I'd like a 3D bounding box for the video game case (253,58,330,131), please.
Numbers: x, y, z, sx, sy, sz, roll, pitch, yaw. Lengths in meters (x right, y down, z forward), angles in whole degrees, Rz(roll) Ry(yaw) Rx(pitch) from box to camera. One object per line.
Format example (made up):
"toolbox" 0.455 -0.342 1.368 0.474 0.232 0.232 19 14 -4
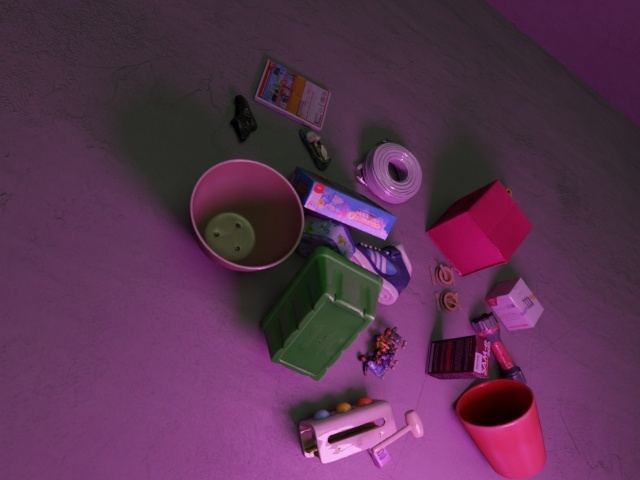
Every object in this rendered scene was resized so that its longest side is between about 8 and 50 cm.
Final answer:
"video game case" -0.105 -0.573 1.652 0.285 0.025 0.204 22 64 -19

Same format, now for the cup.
"cup" -0.247 -0.047 1.268 0.331 0.237 0.331 9 69 -25

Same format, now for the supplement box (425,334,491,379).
"supplement box" 0.483 0.417 1.475 0.073 0.239 0.130 24 63 -18

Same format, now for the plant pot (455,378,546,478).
"plant pot" 0.654 0.672 1.474 0.275 0.275 0.243 -28 97 -32

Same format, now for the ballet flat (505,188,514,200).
"ballet flat" 0.890 -0.141 1.978 0.077 0.077 0.231 8 69 -25

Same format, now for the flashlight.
"flashlight" 0.718 0.442 1.668 0.103 0.103 0.304 -23 83 -33

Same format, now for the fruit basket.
"fruit basket" 0.015 0.193 1.297 0.283 0.392 0.392 29 62 -16

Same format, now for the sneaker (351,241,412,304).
"sneaker" 0.197 0.059 1.536 0.323 0.130 0.236 42 49 -3

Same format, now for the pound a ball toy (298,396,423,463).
"pound a ball toy" 0.120 0.555 1.260 0.319 0.208 0.136 -5 75 -28

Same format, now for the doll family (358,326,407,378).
"doll family" 0.212 0.386 1.447 0.111 0.076 0.193 39 62 -15

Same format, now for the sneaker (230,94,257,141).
"sneaker" -0.287 -0.440 1.495 0.089 0.051 0.170 -27 89 -36

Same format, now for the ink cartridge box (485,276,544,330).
"ink cartridge box" 0.824 0.272 1.768 0.127 0.128 0.176 -38 93 -32

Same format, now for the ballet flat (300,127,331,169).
"ballet flat" -0.013 -0.364 1.602 0.070 0.070 0.188 -28 86 -32

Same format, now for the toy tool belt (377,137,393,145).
"toy tool belt" 0.288 -0.411 1.780 0.083 0.051 0.052 -7 76 -29

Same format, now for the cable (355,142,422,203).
"cable" 0.297 -0.280 1.710 0.257 0.089 0.257 42 62 -10

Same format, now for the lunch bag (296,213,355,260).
"lunch bag" 0.000 0.000 1.377 0.090 0.219 0.176 -57 139 -26

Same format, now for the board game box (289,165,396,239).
"board game box" 0.062 -0.136 1.428 0.302 0.308 0.086 21 102 -19

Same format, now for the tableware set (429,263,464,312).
"tableware set" 0.520 0.194 1.691 0.128 0.039 0.194 2 71 -26

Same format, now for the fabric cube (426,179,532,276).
"fabric cube" 0.653 -0.044 1.719 0.258 0.254 0.259 -40 93 -32

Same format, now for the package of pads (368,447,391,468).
"package of pads" 0.188 0.686 1.351 0.050 0.032 0.083 -28 86 -34
